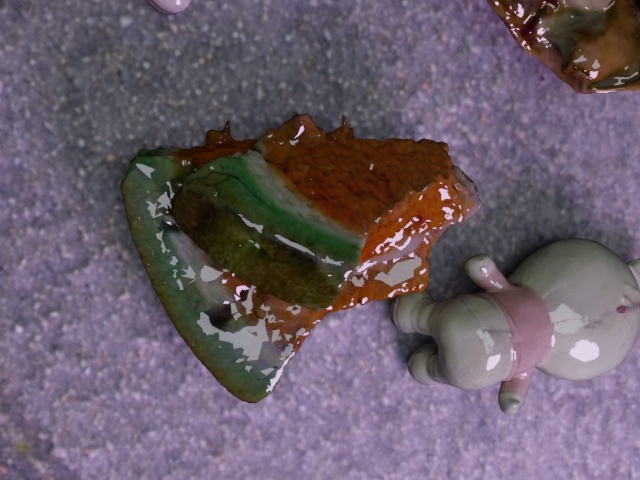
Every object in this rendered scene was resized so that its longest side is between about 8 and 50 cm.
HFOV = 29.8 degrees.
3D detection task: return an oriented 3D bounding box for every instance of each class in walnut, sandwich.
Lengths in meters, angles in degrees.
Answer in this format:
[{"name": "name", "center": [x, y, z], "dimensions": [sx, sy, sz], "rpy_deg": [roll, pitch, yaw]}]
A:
[{"name": "walnut", "center": [0.236, -0.254, 1.097], "dimensions": [0.204, 0.141, 0.238], "rpy_deg": [-2, 99, -3]}, {"name": "sandwich", "center": [0.000, 0.000, 1.052], "dimensions": [0.301, 0.162, 0.250], "rpy_deg": [-22, 105, -8]}]

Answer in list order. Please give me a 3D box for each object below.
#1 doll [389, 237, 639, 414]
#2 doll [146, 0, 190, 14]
[{"name": "doll", "center": [0.209, 0.078, 1.136], "dimensions": [0.275, 0.113, 0.154], "rpy_deg": [-10, 95, -12]}, {"name": "doll", "center": [-0.164, -0.290, 1.031], "dimensions": [0.160, 0.059, 0.161], "rpy_deg": [21, 91, -17]}]
